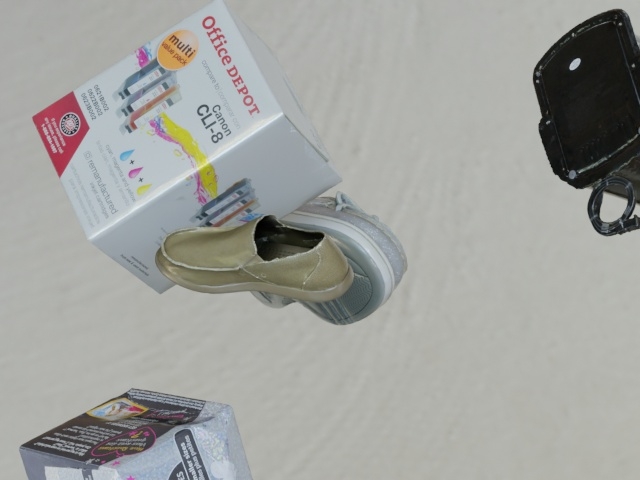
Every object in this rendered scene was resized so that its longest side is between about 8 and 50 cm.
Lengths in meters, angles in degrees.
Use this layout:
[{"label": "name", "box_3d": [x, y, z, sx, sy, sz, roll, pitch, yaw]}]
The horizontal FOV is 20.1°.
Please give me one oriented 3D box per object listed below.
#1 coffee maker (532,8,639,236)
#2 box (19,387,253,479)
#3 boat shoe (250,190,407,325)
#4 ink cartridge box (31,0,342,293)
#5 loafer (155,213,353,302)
[{"label": "coffee maker", "box_3d": [0.255, -0.065, 1.351, 0.178, 0.171, 0.120, 17, 163, -40]}, {"label": "box", "box_3d": [-0.145, 0.279, 1.629, 0.142, 0.247, 0.163, -27, -161, -36]}, {"label": "boat shoe", "box_3d": [0.001, 0.002, 1.628, 0.103, 0.118, 0.320, -40, -170, -16]}, {"label": "ink cartridge box", "box_3d": [-0.099, -0.071, 1.373, 0.176, 0.128, 0.127, -32, 151, 7]}, {"label": "loafer", "box_3d": [-0.048, 0.006, 1.274, 0.148, 0.056, 0.050, 5, 127, 17]}]
